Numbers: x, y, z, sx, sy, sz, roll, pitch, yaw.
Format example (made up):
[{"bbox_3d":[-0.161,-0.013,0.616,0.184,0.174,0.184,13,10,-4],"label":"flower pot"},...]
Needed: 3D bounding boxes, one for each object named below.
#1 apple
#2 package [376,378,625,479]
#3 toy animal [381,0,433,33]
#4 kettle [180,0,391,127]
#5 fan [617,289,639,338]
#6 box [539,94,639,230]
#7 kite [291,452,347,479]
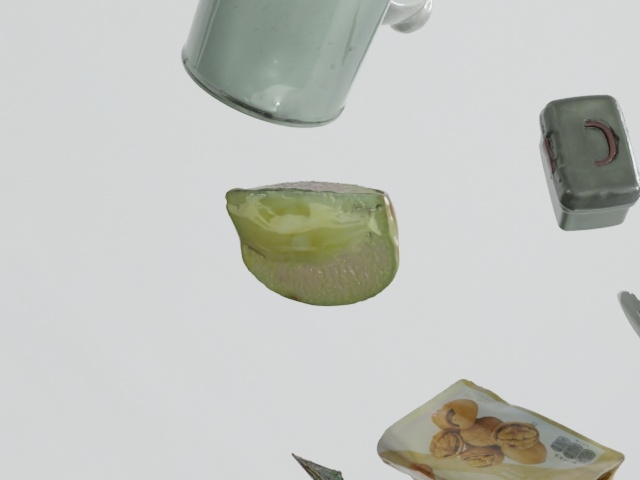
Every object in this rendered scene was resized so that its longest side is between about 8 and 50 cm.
[{"bbox_3d":[0.000,0.000,2.173,0.120,0.265,0.193,-49,137,-63],"label":"apple"},{"bbox_3d":[0.267,0.369,2.130,0.311,0.221,0.165,21,-55,37],"label":"package"},{"bbox_3d":[-0.002,-0.389,2.214,0.367,0.196,0.241,-8,-38,37],"label":"toy animal"},{"bbox_3d":[-0.022,-0.317,1.521,0.205,0.318,0.265,-5,40,-36],"label":"kettle"},{"bbox_3d":[0.384,0.101,1.581,0.191,0.009,0.329,49,-5,30],"label":"fan"},{"bbox_3d":[0.441,-0.128,2.357,0.129,0.148,0.210,88,-5,-60],"label":"box"},{"bbox_3d":[0.051,0.369,1.989,0.244,0.006,0.198,37,-21,19],"label":"kite"}]
